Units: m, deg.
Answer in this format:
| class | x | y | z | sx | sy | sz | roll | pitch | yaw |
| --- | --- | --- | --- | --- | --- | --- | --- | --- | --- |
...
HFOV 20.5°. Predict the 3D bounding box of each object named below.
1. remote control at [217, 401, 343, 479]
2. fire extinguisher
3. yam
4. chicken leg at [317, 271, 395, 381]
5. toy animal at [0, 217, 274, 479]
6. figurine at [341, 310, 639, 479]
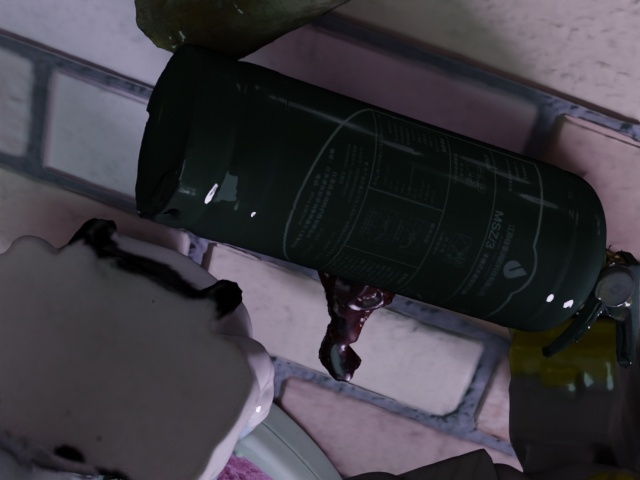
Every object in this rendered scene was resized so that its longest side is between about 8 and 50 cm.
| class | x | y | z | sx | sy | sz | roll | pitch | yaw |
| --- | --- | --- | --- | --- | --- | --- | --- | --- | --- |
| remote control | -0.139 | 0.199 | 1.327 | 0.344 | 0.050 | 0.145 | -15 | 125 | 34 |
| fire extinguisher | 0.055 | -0.009 | 0.966 | 0.311 | 0.095 | 0.114 | 15 | 108 | -20 |
| yam | -0.029 | -0.137 | 0.932 | 0.146 | 0.069 | 0.070 | -24 | 120 | 38 |
| chicken leg | 0.005 | -0.002 | 1.065 | 0.089 | 0.048 | 0.219 | -3 | 131 | 30 |
| toy animal | -0.133 | 0.105 | 1.131 | 0.208 | 0.204 | 0.156 | 25 | 160 | 18 |
| figurine | 0.169 | 0.206 | 1.029 | 0.343 | 0.285 | 0.167 | 17 | 139 | 10 |
